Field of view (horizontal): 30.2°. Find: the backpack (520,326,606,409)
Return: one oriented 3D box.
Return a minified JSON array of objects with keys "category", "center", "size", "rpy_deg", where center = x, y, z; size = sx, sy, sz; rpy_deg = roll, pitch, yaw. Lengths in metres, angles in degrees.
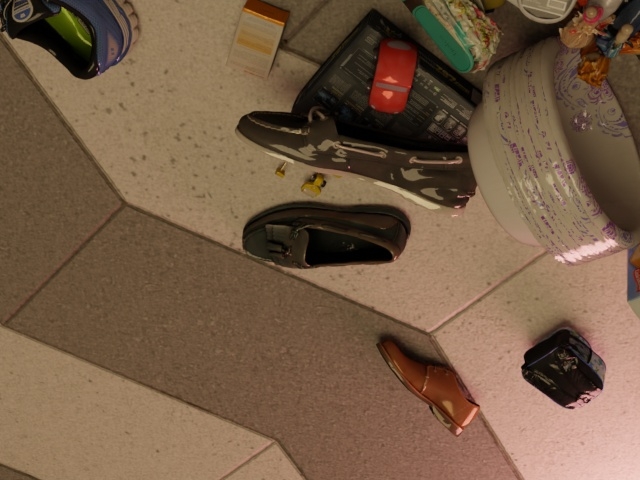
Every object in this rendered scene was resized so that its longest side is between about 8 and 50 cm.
[{"category":"backpack","center":[0.385,0.197,1.842],"size":[0.114,0.084,0.105],"rpy_deg":[41,126,-11]}]

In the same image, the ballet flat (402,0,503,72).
[{"category":"ballet flat","center":[0.137,-0.312,1.449],"size":[0.241,0.077,0.091],"rpy_deg":[52,158,-13]}]

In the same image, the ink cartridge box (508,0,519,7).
[{"category":"ink cartridge box","center":[0.201,-0.433,1.350],"size":[0.307,0.129,0.223],"rpy_deg":[34,127,0]}]

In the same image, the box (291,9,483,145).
[{"category":"box","center":[0.104,-0.180,1.642],"size":[0.233,0.059,0.183],"rpy_deg":[35,125,-12]}]

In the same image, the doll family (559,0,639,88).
[{"category":"doll family","center":[0.350,-0.263,1.385],"size":[0.118,0.263,0.163],"rpy_deg":[33,111,-3]}]

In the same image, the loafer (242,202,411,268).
[{"category":"loafer","center":[0.000,0.000,1.790],"size":[0.267,0.084,0.096],"rpy_deg":[-4,125,17]}]

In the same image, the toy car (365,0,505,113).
[{"category":"toy car","center":[0.092,-0.308,1.509],"size":[0.225,0.053,0.239],"rpy_deg":[43,99,-8]}]

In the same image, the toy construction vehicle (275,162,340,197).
[{"category":"toy construction vehicle","center":[-0.010,-0.113,1.744],"size":[0.086,0.035,0.098],"rpy_deg":[24,132,-19]}]

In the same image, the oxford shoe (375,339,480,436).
[{"category":"oxford shoe","center":[0.176,0.226,1.942],"size":[0.212,0.076,0.076],"rpy_deg":[43,95,-16]}]

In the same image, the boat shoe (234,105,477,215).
[{"category":"boat shoe","center":[0.056,-0.131,1.593],"size":[0.335,0.112,0.095],"rpy_deg":[18,111,-6]}]

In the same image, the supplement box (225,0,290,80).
[{"category":"supplement box","center":[-0.086,-0.277,1.631],"size":[0.062,0.036,0.098],"rpy_deg":[21,129,-2]}]

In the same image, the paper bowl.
[{"category":"paper bowl","center":[0.293,-0.105,1.508],"size":[0.148,0.284,0.284],"rpy_deg":[-22,119,30]}]

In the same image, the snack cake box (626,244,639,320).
[{"category":"snack cake box","center":[0.481,0.037,1.581],"size":[0.089,0.264,0.152],"rpy_deg":[-26,117,29]}]

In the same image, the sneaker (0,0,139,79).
[{"category":"sneaker","center":[-0.380,-0.354,1.577],"size":[0.130,0.147,0.330],"rpy_deg":[-28,115,30]}]

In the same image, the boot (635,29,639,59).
[{"category":"boot","center":[0.448,-0.322,1.447],"size":[0.198,0.077,0.137],"rpy_deg":[-31,110,17]}]

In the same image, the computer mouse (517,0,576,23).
[{"category":"computer mouse","center":[0.262,-0.331,1.284],"size":[0.106,0.042,0.193],"rpy_deg":[17,120,5]}]
